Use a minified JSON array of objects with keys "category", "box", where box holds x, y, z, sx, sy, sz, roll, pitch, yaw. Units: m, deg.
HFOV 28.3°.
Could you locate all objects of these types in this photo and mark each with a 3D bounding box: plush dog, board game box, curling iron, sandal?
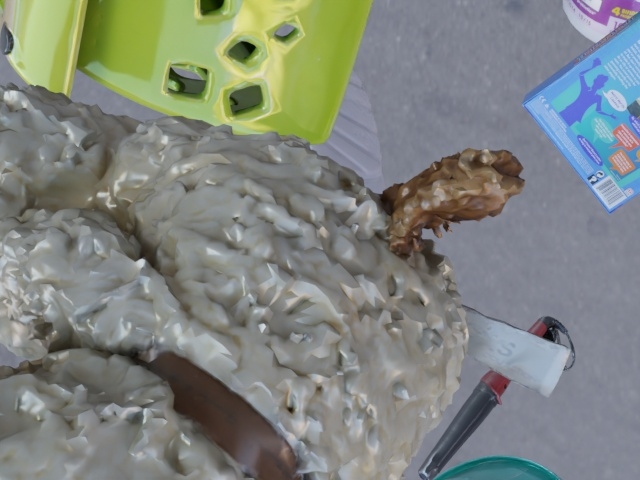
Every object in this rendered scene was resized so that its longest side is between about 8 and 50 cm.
[{"category":"plush dog","box":[-0.045,0.072,0.416,0.211,0.225,0.262,-20,118,43]},{"category":"board game box","box":[0.349,-0.152,1.362,0.210,0.047,0.160,-36,99,24]},{"category":"curling iron","box":[0.197,0.173,1.394,0.068,0.274,0.035,55,144,-4]},{"category":"sandal","box":[0.008,-0.002,0.924,0.076,0.102,0.265,-8,92,47]}]

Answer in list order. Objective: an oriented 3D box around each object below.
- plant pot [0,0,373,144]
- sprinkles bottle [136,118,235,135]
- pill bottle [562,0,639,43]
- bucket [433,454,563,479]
[{"category":"plant pot","box":[-0.097,-0.207,0.769,0.207,0.228,0.227,-2,126,-27]},{"category":"sprinkles bottle","box":[-0.210,-0.096,1.597,0.355,0.121,0.121,5,144,52]},{"category":"pill bottle","box":[0.409,-0.395,1.571,0.169,0.169,0.301,6,142,2]},{"category":"bucket","box":[0.223,0.424,1.670,0.281,0.183,0.281,14,113,37]}]
